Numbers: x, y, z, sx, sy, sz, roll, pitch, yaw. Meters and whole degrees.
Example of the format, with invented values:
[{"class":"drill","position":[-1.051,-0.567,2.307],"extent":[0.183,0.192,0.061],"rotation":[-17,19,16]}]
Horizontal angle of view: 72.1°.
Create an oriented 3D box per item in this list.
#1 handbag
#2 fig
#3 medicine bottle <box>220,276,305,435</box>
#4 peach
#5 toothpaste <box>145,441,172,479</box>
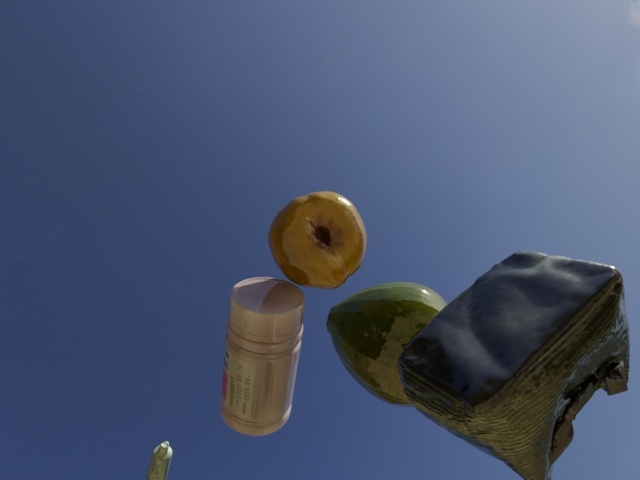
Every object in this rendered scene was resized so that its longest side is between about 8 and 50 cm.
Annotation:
[{"class":"handbag","position":[0.311,0.194,0.686],"extent":[0.341,0.247,0.240],"rotation":[-39,-68,-16]},{"class":"fig","position":[0.168,0.236,1.065],"extent":[0.316,0.316,0.315],"rotation":[-7,-70,-20]},{"class":"medicine bottle","position":[-0.102,0.201,0.767],"extent":[0.133,0.133,0.249],"rotation":[0,-65,-22]},{"class":"peach","position":[0.000,0.000,0.776],"extent":[0.179,0.103,0.179],"rotation":[3,-104,-12]},{"class":"toothpaste","position":[-0.370,0.530,0.994],"extent":[0.041,0.064,0.218],"rotation":[-28,-37,-57]}]
